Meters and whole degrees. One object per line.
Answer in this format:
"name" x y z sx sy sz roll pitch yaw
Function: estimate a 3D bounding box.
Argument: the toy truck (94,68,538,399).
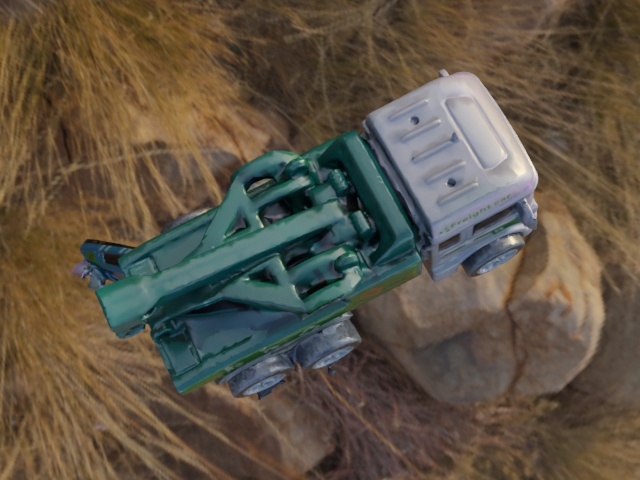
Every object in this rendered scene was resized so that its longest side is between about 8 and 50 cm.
"toy truck" 0.002 0.001 0.809 0.364 0.176 0.178 -26 164 -5

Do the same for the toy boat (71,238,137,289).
"toy boat" -0.373 0.075 2.016 0.134 0.299 0.092 49 58 -46
